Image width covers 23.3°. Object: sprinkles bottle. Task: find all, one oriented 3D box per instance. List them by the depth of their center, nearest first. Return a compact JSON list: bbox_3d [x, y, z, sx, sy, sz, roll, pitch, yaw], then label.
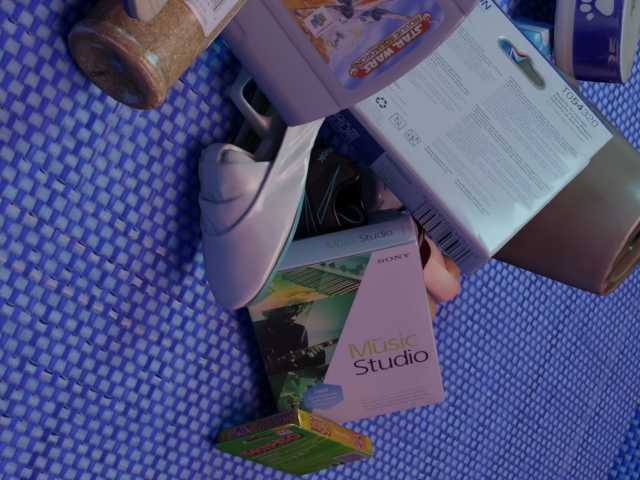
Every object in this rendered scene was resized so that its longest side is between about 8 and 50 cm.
[{"bbox_3d":[-0.117,-0.300,1.641,0.355,0.121,0.121,-53,146,-24],"label":"sprinkles bottle"}]

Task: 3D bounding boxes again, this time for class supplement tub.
[{"bbox_3d":[0.080,-0.071,2.144,0.107,0.071,0.071,-3,110,-58],"label":"supplement tub"}]

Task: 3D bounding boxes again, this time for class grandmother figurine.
[{"bbox_3d":[0.124,0.027,2.182,0.208,0.104,0.342,-66,162,-4],"label":"grandmother figurine"}]

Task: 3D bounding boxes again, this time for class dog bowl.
[{"bbox_3d":[0.443,-0.380,2.431,0.265,0.104,0.265,9,90,-73],"label":"dog bowl"}]

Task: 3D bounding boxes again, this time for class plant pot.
[{"bbox_3d":[0.360,-0.069,2.318,0.323,0.280,0.323,-46,158,-24],"label":"plant pot"}]

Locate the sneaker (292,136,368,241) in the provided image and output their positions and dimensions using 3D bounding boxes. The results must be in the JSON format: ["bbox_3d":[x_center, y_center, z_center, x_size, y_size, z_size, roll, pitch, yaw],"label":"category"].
[{"bbox_3d":[0.000,0.000,2.028,0.101,0.106,0.267,-34,136,-46],"label":"sneaker"}]

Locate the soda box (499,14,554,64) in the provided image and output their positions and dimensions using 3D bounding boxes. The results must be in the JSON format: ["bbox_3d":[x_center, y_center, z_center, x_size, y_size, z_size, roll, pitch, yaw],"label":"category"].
[{"bbox_3d":[0.269,-0.275,2.322,0.210,0.071,0.067,-31,133,-46],"label":"soda box"}]

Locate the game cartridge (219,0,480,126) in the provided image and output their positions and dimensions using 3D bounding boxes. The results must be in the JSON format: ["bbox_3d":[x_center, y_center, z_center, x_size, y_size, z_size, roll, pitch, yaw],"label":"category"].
[{"bbox_3d":[0.042,-0.272,1.753,0.297,0.198,0.062,-37,-174,4],"label":"game cartridge"}]

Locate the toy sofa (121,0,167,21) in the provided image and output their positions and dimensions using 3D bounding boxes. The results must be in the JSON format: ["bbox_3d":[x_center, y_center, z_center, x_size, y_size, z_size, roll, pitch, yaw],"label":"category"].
[{"bbox_3d":[-0.200,-0.392,1.424,0.177,0.150,0.363,-46,143,-26],"label":"toy sofa"}]

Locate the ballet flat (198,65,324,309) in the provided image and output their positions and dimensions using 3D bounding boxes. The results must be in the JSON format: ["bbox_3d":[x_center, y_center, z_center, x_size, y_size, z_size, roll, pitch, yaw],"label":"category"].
[{"bbox_3d":[-0.072,-0.120,1.842,0.139,0.139,0.400,41,68,-58],"label":"ballet flat"}]

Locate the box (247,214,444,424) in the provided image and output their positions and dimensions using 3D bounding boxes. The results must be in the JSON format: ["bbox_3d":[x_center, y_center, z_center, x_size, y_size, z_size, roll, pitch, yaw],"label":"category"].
[{"bbox_3d":[0.033,0.119,2.055,0.058,0.232,0.322,-101,178,-47],"label":"box"}]

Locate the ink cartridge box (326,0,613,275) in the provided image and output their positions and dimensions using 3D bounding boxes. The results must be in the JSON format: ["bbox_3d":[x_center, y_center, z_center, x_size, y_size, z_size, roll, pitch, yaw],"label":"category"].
[{"bbox_3d":[0.188,-0.166,2.047,0.330,0.324,0.071,-40,177,-39],"label":"ink cartridge box"}]

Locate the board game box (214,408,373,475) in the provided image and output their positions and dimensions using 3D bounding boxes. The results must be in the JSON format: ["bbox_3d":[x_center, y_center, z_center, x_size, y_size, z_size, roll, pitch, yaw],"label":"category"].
[{"bbox_3d":[-0.036,0.278,2.128,0.259,0.124,0.039,29,47,-61],"label":"board game box"}]
